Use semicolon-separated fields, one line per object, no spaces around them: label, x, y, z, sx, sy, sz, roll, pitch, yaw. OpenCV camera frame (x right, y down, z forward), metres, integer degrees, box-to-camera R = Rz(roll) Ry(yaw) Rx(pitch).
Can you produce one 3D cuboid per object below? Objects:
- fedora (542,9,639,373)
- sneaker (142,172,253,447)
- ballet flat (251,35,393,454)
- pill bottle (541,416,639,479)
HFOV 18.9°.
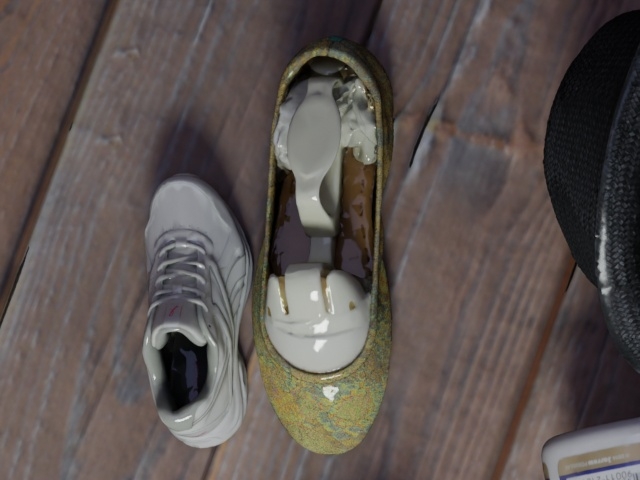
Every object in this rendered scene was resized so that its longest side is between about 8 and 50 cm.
fedora;0.276;-0.061;1.501;0.152;0.334;0.334;20;85;48
sneaker;-0.106;0.053;1.589;0.090;0.115;0.232;-9;80;9
ballet flat;0.000;0.000;1.579;0.123;0.123;0.348;2;83;10
pill bottle;0.266;0.270;1.473;0.153;0.153;0.264;-11;80;8
